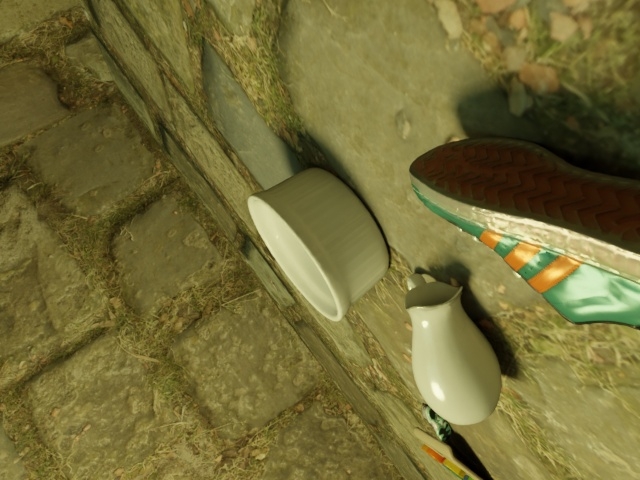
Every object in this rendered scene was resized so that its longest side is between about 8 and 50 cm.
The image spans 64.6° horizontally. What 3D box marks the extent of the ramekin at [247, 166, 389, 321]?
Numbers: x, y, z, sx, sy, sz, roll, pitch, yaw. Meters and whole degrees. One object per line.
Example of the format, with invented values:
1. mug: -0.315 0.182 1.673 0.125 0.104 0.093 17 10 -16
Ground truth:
1. ramekin: 0.000 0.000 0.935 0.277 0.135 0.277 49 163 20

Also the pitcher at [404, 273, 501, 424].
1. pitcher: 0.190 0.157 0.779 0.177 0.126 0.206 -101 -10 -78

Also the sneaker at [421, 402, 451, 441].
1. sneaker: 0.277 0.437 1.234 0.098 0.038 0.069 64 166 -6

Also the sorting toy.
1. sorting toy: 0.336 0.563 1.255 0.208 0.038 0.193 44 166 -8

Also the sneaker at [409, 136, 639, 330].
1. sneaker: 0.194 0.003 0.426 0.302 0.108 0.120 34 150 48
